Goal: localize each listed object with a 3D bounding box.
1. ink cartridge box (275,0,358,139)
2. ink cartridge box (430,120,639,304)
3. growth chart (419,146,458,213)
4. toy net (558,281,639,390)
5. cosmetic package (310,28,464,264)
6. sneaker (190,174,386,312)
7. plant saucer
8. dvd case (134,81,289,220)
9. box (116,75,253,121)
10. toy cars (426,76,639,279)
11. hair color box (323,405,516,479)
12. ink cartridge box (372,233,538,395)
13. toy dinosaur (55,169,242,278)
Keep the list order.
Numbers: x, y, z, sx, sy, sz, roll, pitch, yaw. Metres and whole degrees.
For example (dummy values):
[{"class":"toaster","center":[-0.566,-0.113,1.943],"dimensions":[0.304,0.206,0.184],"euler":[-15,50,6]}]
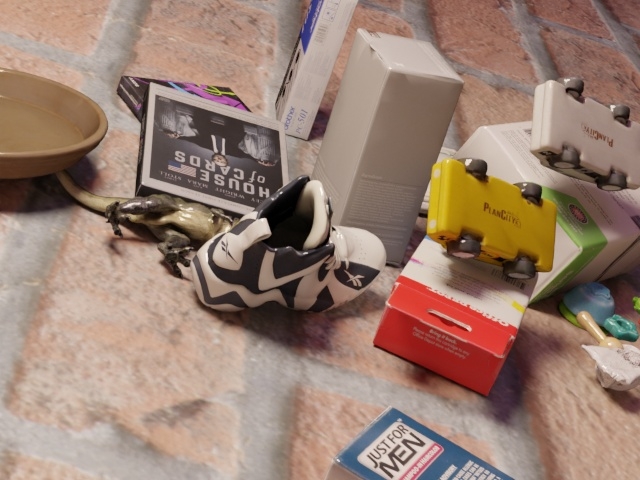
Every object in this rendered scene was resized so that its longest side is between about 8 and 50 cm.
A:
[{"class":"ink cartridge box","center":[-0.008,-0.248,1.858],"dimensions":[0.046,0.207,0.097],"euler":[15,25,-12]},{"class":"ink cartridge box","center":[0.300,-0.046,1.746],"dimensions":[0.273,0.115,0.198],"euler":[-11,58,-50]},{"class":"growth chart","center":[0.148,-0.086,1.876],"dimensions":[0.172,0.021,0.237],"euler":[13,26,-16]},{"class":"toy net","center":[0.340,0.119,1.591],"dimensions":[0.122,0.045,0.232],"euler":[22,26,-4]},{"class":"cosmetic package","center":[0.068,-0.108,1.598],"dimensions":[0.107,0.238,0.127],"euler":[10,28,-22]},{"class":"sneaker","center":[0.000,0.000,1.402],"dimensions":[0.235,0.153,0.094],"euler":[2,62,-35]},{"class":"plant saucer","center":[-0.368,-0.129,1.493],"dimensions":[0.278,0.041,0.278],"euler":[11,23,-5]},{"class":"dvd case","center":[-0.124,-0.095,1.636],"dimensions":[0.179,0.029,0.238],"euler":[16,31,-15]},{"class":"box","center":[-0.165,-0.167,1.785],"dimensions":[0.162,0.029,0.116],"euler":[1,32,-34]},{"class":"toy cars","center":[0.227,-0.069,1.547],"dimensions":[0.087,0.176,0.394],"euler":[-7,22,45]},{"class":"hair color box","center":[0.145,0.281,0.948],"dimensions":[0.347,0.174,0.105],"euler":[29,27,18]},{"class":"ink cartridge box","center":[0.141,0.078,1.470],"dimensions":[0.134,0.078,0.231],"euler":[24,25,8]},{"class":"toy dinosaur","center":[-0.170,-0.022,1.460],"dimensions":[0.268,0.064,0.118],"euler":[16,22,-1]}]
